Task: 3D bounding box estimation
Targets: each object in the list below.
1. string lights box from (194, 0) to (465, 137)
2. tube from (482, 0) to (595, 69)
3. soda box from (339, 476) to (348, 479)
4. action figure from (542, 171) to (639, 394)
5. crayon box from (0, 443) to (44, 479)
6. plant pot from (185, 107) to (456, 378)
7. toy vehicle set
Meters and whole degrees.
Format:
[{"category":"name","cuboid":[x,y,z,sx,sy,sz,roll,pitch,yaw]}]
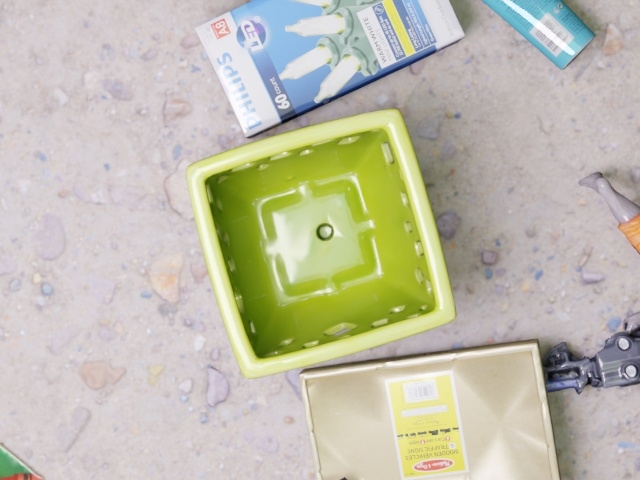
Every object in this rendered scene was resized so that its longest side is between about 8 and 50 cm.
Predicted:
[{"category":"string lights box","cuboid":[0.010,-0.224,1.497,0.260,0.077,0.133,-25,93,0]},{"category":"tube","cuboid":[0.211,-0.277,1.515,0.080,0.052,0.207,-45,87,-4]},{"category":"soda box","cuboid":[0.061,0.336,1.498,0.060,0.053,0.169,-38,110,25]},{"category":"action figure","cuboid":[0.384,0.067,1.469,0.341,0.178,0.330,-18,83,-1]},{"category":"crayon box","cuboid":[-0.483,0.328,1.508,0.202,0.081,0.318,38,91,-1]},{"category":"plant pot","cuboid":[0.000,0.000,1.440,0.228,0.207,0.227,-15,92,0]},{"category":"toy vehicle set","cuboid":[0.119,0.207,1.509,0.267,0.035,0.165,-8,93,11]}]
